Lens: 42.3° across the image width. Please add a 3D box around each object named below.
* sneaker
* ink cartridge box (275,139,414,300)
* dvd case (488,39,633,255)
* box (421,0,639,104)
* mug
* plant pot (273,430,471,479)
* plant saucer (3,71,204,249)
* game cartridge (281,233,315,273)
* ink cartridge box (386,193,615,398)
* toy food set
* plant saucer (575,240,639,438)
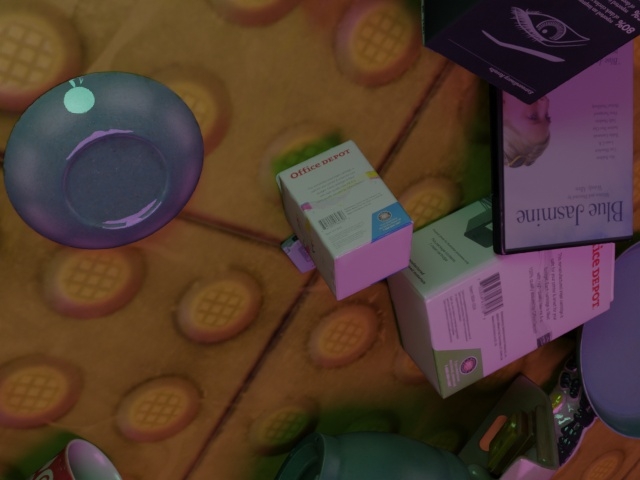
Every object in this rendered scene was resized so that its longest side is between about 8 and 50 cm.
[{"bbox_3d":[0.424,0.263,1.368,0.275,0.107,0.110,-48,162,3],"label":"sneaker"},{"bbox_3d":[0.022,-0.028,0.886,0.092,0.143,0.090,-25,149,-12],"label":"ink cartridge box"},{"bbox_3d":[0.280,-0.115,0.956,0.181,0.022,0.252,-6,100,-16],"label":"dvd case"},{"bbox_3d":[0.217,-0.244,0.778,0.153,0.108,0.207,22,147,-30],"label":"box"},{"bbox_3d":[-0.329,0.318,0.946,0.169,0.113,0.150,-36,147,4],"label":"mug"},{"bbox_3d":[0.039,0.377,1.116,0.196,0.293,0.293,31,106,-13],"label":"plant pot"},{"bbox_3d":[-0.200,-0.064,0.794,0.195,0.037,0.194,-15,128,-19],"label":"plant saucer"},{"bbox_3d":[0.000,0.000,0.969,0.083,0.017,0.056,-36,129,-2],"label":"game cartridge"},{"bbox_3d":[0.235,0.051,1.073,0.273,0.114,0.198,-26,132,-12],"label":"ink cartridge box"},{"bbox_3d":[0.239,0.332,1.199,0.092,0.306,0.219,33,107,4],"label":"toy food set"},{"bbox_3d":[0.504,0.145,1.277,0.318,0.044,0.317,-4,99,-28],"label":"plant saucer"}]
